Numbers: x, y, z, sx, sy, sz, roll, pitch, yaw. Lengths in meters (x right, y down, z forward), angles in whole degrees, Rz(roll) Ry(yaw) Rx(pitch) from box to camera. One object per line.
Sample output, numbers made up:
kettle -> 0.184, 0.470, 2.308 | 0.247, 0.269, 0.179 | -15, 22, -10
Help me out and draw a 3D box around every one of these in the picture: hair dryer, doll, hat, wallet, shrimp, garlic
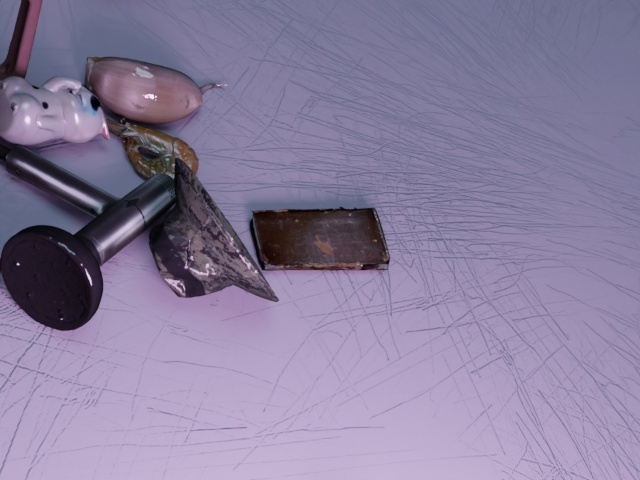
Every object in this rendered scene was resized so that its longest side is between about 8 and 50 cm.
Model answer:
hair dryer -> -0.398, -0.024, 1.425 | 0.284, 0.156, 0.320 | 9, 32, 11
doll -> -0.435, -0.207, 1.527 | 0.180, 0.107, 0.110 | -9, 51, -33
hat -> -0.185, 0.013, 1.420 | 0.128, 0.265, 0.266 | -32, 64, -3
wallet -> 0.000, 0.000, 1.588 | 0.232, 0.031, 0.122 | -1, 55, -21
shrimp -> -0.291, -0.150, 1.598 | 0.180, 0.041, 0.099 | 30, 61, 3
garlic -> -0.277, -0.265, 1.671 | 0.266, 0.128, 0.149 | 13, 58, -26

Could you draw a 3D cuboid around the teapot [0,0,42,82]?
teapot -> -0.605, -0.336, 1.404 | 0.376, 0.362, 0.306 | -4, 48, -40
